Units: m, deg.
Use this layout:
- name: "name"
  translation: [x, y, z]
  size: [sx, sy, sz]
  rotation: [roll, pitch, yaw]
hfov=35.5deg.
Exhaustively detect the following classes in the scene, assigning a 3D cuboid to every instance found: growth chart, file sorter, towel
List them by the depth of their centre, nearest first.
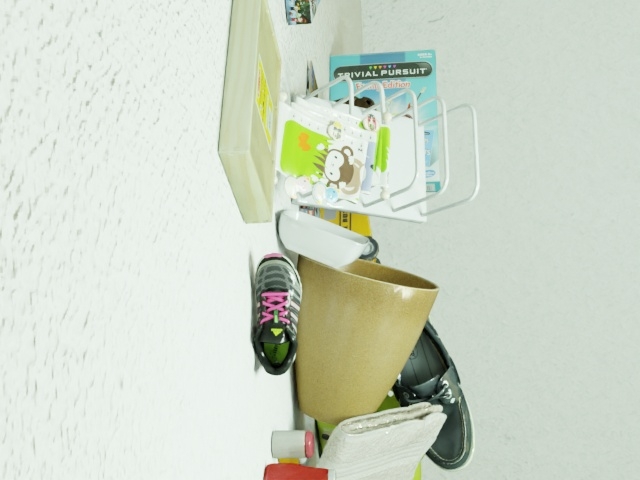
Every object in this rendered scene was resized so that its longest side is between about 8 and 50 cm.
- name: "growth chart"
  translation: [0.018, -0.135, 1.518]
  size: [0.021, 0.237, 0.172]
  rotation: [-21, -114, 52]
- name: "towel"
  translation: [0.092, 0.363, 1.663]
  size: [0.282, 0.049, 0.187]
  rotation: [-2, 124, -47]
- name: "file sorter"
  translation: [0.111, -0.156, 1.707]
  size: [0.173, 0.277, 0.193]
  rotation: [-20, -113, 55]

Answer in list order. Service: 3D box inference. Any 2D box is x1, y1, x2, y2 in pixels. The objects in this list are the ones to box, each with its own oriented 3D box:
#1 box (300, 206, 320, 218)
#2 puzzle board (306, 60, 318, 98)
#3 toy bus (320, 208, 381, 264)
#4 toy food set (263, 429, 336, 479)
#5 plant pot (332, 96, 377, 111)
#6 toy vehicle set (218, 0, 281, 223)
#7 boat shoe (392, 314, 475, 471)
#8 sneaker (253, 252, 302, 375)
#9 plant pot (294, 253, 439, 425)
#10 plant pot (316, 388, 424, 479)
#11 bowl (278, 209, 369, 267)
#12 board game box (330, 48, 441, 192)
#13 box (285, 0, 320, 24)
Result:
- name: "box"
  translation: [-0.015, -0.015, 1.839]
  size: [0.094, 0.027, 0.137]
  rotation: [-80, 166, -66]
- name: "puzzle board"
  translation: [-0.017, -0.275, 1.970]
  size: [0.096, 0.011, 0.128]
  rotation: [73, 16, -61]
- name: "toy bus"
  translation: [0.051, 0.094, 1.930]
  size: [0.108, 0.130, 0.333]
  rotation: [75, 14, -65]
- name: "toy food set"
  translation: [-0.018, 0.349, 1.383]
  size: [0.232, 0.104, 0.111]
  rotation: [-82, 168, -56]
- name: "plant pot"
  translation: [0.071, -0.205, 2.109]
  size: [0.167, 0.167, 0.165]
  rotation: [-81, 160, -58]
- name: "toy vehicle set"
  translation: [-0.084, -0.175, 1.261]
  size: [0.166, 0.035, 0.267]
  rotation: [76, 14, -59]
- name: "boat shoe"
  translation: [0.186, 0.249, 1.806]
  size: [0.113, 0.127, 0.340]
  rotation: [40, 36, -68]
- name: "sneaker"
  translation: [-0.056, 0.102, 1.303]
  size: [0.075, 0.063, 0.170]
  rotation: [-91, -178, -71]
- name: "plant pot"
  translation: [0.048, 0.167, 1.639]
  size: [0.237, 0.237, 0.254]
  rotation: [-28, 133, -82]
- name: "plant pot"
  translation: [0.107, 0.355, 1.982]
  size: [0.207, 0.228, 0.227]
  rotation: [-73, 162, -47]
- name: "bowl"
  translation: [0.000, 0.000, 1.560]
  size: [0.142, 0.142, 0.053]
  rotation: [-28, 140, -81]
- name: "board game box"
  translation: [0.150, -0.277, 2.350]
  size: [0.079, 0.254, 0.336]
  rotation: [67, 22, -71]
- name: "box"
  translation: [-0.031, -0.488, 1.761]
  size: [0.233, 0.044, 0.159]
  rotation: [-79, 166, -62]
